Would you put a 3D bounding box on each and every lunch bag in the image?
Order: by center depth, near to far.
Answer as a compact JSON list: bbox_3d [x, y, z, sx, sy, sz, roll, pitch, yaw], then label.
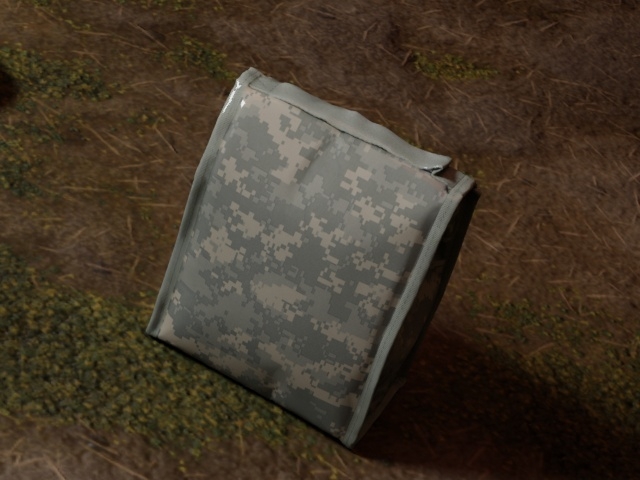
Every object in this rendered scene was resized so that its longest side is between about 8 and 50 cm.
[{"bbox_3d":[0.000,0.000,1.787,0.235,0.287,0.169,28,34,11],"label":"lunch bag"}]
